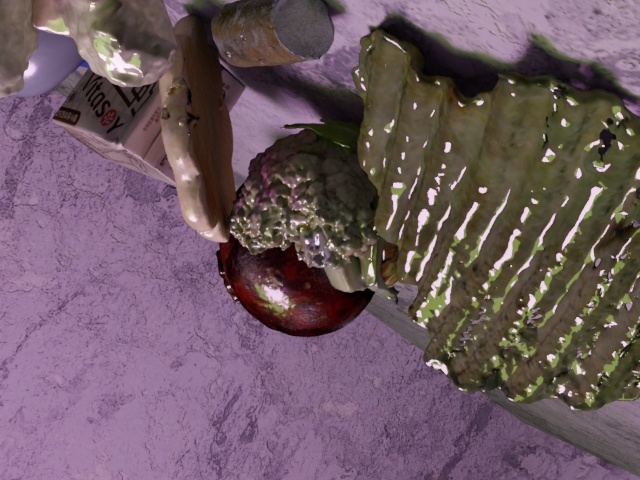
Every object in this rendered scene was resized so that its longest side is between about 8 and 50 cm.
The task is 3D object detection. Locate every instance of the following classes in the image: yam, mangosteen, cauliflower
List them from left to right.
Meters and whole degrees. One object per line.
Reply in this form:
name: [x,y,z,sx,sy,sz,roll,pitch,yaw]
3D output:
yam: [-0.054,-0.222,0.934,0.078,0.078,0.179,37,171,-27]
mangosteen: [0.000,0.000,1.505,0.306,0.359,0.306,157,90,-88]
cauliflower: [0.020,-0.022,1.165,0.256,0.238,0.316,28,145,62]

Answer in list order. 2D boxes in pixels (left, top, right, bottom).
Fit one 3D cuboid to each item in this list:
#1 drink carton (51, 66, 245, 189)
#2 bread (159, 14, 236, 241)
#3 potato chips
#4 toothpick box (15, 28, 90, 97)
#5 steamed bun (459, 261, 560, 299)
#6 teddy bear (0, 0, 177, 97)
drink carton: [-0.289,-0.220,1.433,0.132,0.194,0.324,37,171,-37]
bread: [-0.163,-0.145,1.183,0.054,0.316,0.316,-7,166,4]
potato chips: [0.166,-0.012,0.864,0.373,0.097,0.390,23,136,40]
toothpick box: [-0.408,-0.341,1.111,0.354,0.263,0.263,37,171,-28]
steamed bun: [0.210,-0.018,1.018,0.192,0.106,0.178,40,158,25]
teddy bear: [-0.173,-0.228,0.566,0.327,0.376,0.362,-7,-151,-20]
